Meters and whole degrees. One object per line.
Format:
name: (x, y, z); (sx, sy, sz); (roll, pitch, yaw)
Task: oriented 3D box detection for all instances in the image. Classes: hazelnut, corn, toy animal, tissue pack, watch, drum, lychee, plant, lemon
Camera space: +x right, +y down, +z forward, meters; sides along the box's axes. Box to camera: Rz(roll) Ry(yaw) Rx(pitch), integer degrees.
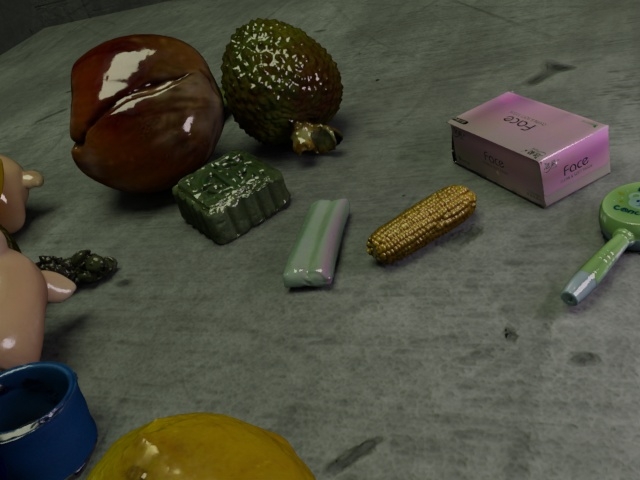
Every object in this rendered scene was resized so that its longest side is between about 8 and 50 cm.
hazelnut: (-0.382, -0.276, 1.475); (0.372, 0.372, 0.315); (-6, -2, 19)
corn: (0.164, -0.029, 1.067); (0.207, 0.068, 0.068); (-29, 34, -16)
toy animal: (-0.820, -0.091, 1.541); (0.345, 0.277, 0.247); (3, 9, 14)
tissue pack: (0.352, -0.166, 1.150); (0.148, 0.092, 0.246); (-27, 33, -15)
watch: (-0.397, 0.251, 0.874); (0.196, 0.171, 0.200); (21, 37, 30)
drum: (0.422, 0.007, 0.902); (0.130, 0.049, 0.253); (7, 41, 34)
toy animal: (-0.518, 0.142, 1.031); (0.213, 0.195, 0.256); (-25, 50, 11)
lychee: (-0.081, -0.331, 1.458); (0.270, 0.320, 0.270); (-14, 7, 2)
plant: (-0.471, 0.058, 1.256); (0.174, 0.087, 0.085); (-15, 8, -2)
lemon: (-0.103, 0.280, 0.607); (0.233, 0.233, 0.288); (-37, 39, -25)

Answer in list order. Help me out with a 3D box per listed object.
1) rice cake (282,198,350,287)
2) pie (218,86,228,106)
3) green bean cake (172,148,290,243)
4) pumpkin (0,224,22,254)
rice cake: (-0.001, -0.001, 1.133); (0.080, 0.042, 0.222); (-8, 34, 19)
pie: (-0.370, -0.336, 1.786); (0.277, 0.078, 0.277); (-9, 34, 6)
green bean cake: (-0.175, -0.091, 1.314); (0.183, 0.094, 0.185); (-32, 40, -21)
pumpkin: (-0.653, 0.063, 1.176); (0.260, 0.260, 0.189); (-12, -3, 11)
